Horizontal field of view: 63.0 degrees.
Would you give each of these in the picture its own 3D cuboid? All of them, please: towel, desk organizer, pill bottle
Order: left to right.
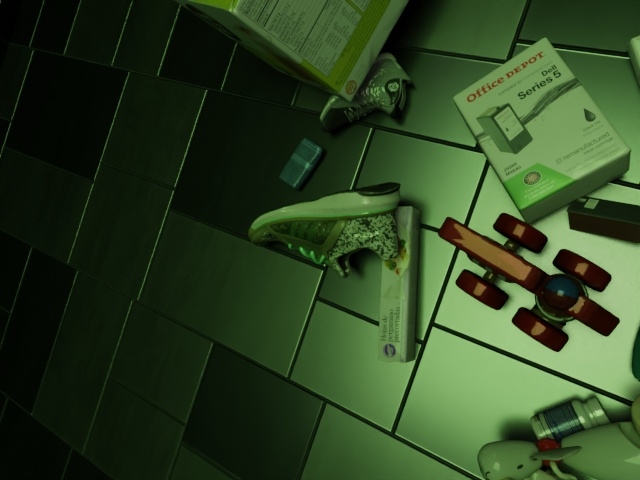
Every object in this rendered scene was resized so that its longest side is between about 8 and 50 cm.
[{"bbox_3d":[-0.044,-0.184,1.258,0.067,0.029,0.119,39,100,25],"label":"towel"},{"bbox_3d":[0.444,0.324,0.927,0.120,0.067,0.067,-31,71,20],"label":"pill bottle"},{"bbox_3d":[0.521,-0.039,0.943,0.130,0.050,0.047,18,58,42],"label":"desk organizer"}]

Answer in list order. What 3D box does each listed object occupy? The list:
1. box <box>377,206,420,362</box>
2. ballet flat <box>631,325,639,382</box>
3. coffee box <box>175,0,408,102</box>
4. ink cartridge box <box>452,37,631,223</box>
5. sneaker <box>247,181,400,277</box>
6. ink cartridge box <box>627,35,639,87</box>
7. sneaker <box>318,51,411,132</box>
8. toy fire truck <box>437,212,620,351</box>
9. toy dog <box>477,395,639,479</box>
[{"bbox_3d":[0.166,0.090,1.098,0.063,0.067,0.323,0,84,28],"label":"box"},{"bbox_3d":[0.590,0.124,0.879,0.086,0.086,0.248,8,86,27],"label":"ballet flat"},{"bbox_3d":[-0.051,-0.550,1.087,0.338,0.335,0.338,38,102,46],"label":"coffee box"},{"bbox_3d":[0.403,-0.202,0.975,0.198,0.115,0.272,-31,65,19],"label":"ink cartridge box"},{"bbox_3d":[0.000,0.000,1.128,0.411,0.158,0.181,-11,92,41],"label":"sneaker"},{"bbox_3d":[0.668,-0.280,0.908,0.181,0.056,0.224,-17,83,24],"label":"ink cartridge box"},{"bbox_3d":[0.107,-0.301,1.168,0.229,0.086,0.132,-44,69,14],"label":"sneaker"},{"bbox_3d":[0.356,0.067,0.899,0.302,0.254,0.169,36,100,26],"label":"toy fire truck"},{"bbox_3d":[0.440,0.374,0.823,0.334,0.161,0.220,-33,109,19],"label":"toy dog"}]
